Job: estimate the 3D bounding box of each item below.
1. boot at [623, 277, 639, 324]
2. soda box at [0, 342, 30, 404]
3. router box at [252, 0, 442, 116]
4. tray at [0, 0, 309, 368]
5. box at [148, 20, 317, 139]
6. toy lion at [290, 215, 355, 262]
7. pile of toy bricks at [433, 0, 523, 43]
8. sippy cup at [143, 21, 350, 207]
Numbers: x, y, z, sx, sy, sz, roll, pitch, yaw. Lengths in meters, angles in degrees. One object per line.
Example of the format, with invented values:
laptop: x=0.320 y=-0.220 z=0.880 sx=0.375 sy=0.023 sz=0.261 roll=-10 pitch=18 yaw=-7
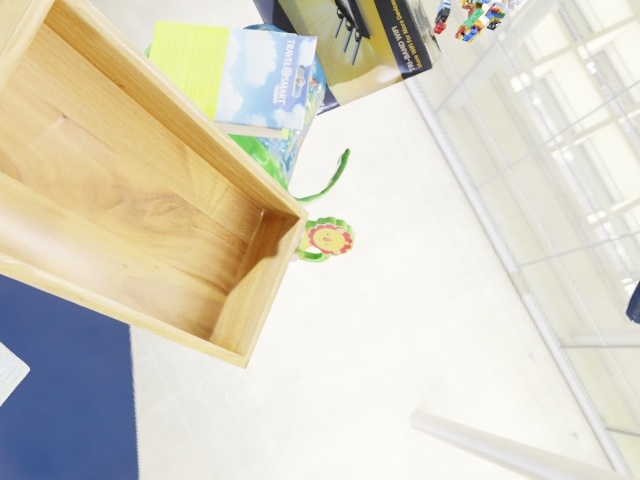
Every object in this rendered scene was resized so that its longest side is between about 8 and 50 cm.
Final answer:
boot: x=0.651 y=0.070 z=1.042 sx=0.246 sy=0.094 sz=0.207 roll=9 pitch=-61 yaw=13
soda box: x=-0.469 y=0.229 z=0.704 sx=0.091 sy=0.098 sz=0.286 roll=54 pitch=-127 yaw=-32
router box: x=0.027 y=-0.388 z=1.039 sx=0.309 sy=0.242 sz=0.081 roll=62 pitch=-146 yaw=-18
tray: x=-0.163 y=-0.026 z=0.596 sx=0.076 sy=0.411 sz=0.203 roll=14 pitch=-105 yaw=30
box: x=-0.097 y=-0.171 z=0.681 sx=0.178 sy=0.042 sz=0.109 roll=7 pitch=-97 yaw=6
toy lion: x=0.000 y=0.000 z=0.916 sx=0.096 sy=0.100 sz=0.034 roll=14 pitch=-129 yaw=-3
pile of toy bricks: x=0.299 y=-0.468 z=1.205 sx=0.118 sy=0.212 sz=0.105 roll=14 pitch=-100 yaw=-13
sippy cup: x=-0.109 y=-0.197 z=0.967 sx=0.305 sy=0.240 sz=0.224 roll=48 pitch=-115 yaw=-38
